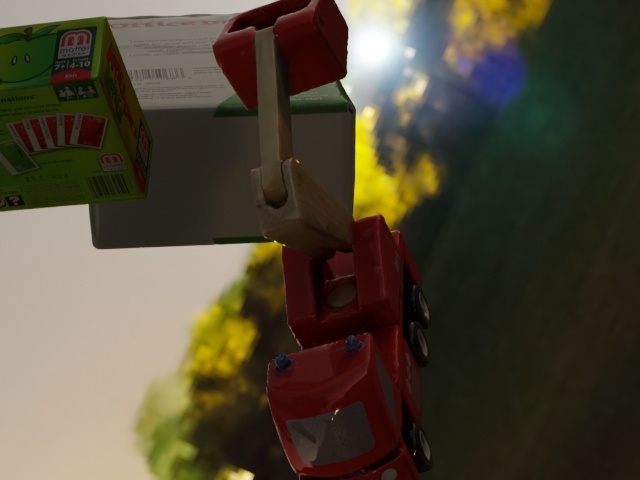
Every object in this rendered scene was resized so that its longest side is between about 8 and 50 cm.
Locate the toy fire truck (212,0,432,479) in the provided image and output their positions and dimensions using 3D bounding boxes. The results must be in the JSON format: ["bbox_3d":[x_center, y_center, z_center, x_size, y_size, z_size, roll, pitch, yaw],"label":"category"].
[{"bbox_3d":[0.000,0.000,0.765,0.192,0.047,0.135,-86,-25,-54],"label":"toy fire truck"}]

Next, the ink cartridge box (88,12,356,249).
[{"bbox_3d":[-0.068,-0.072,1.171,0.208,0.153,0.086,-108,17,-68],"label":"ink cartridge box"}]

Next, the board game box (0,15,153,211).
[{"bbox_3d":[-0.183,-0.056,0.961,0.092,0.181,0.043,74,-166,-50],"label":"board game box"}]
